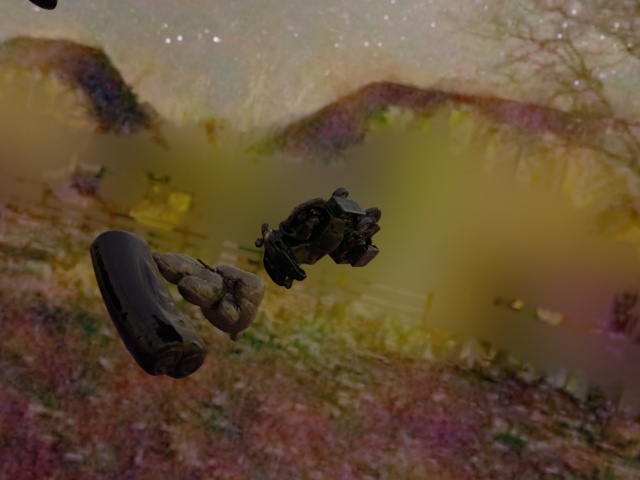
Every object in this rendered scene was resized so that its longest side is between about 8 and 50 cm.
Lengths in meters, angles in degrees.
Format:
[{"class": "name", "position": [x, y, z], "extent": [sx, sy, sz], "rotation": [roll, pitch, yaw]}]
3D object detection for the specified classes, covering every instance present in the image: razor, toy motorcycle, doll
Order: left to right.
[{"class": "razor", "position": [-0.376, 0.137, 1.820], "extent": [0.349, 0.113, 0.204], "rotation": [57, 13, 28]}, {"class": "doll", "position": [-0.210, 0.094, 1.701], "extent": [0.149, 0.175, 0.278], "rotation": [-20, -21, 17]}, {"class": "toy motorcycle", "position": [0.000, 0.000, 1.461], "extent": [0.274, 0.187, 0.125], "rotation": [4, 44, -56]}]

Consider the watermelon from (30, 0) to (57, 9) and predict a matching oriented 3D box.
[{"class": "watermelon", "position": [-0.430, -0.402, 1.318], "extent": [0.085, 0.061, 0.085], "rotation": [8, -35, 6]}]
